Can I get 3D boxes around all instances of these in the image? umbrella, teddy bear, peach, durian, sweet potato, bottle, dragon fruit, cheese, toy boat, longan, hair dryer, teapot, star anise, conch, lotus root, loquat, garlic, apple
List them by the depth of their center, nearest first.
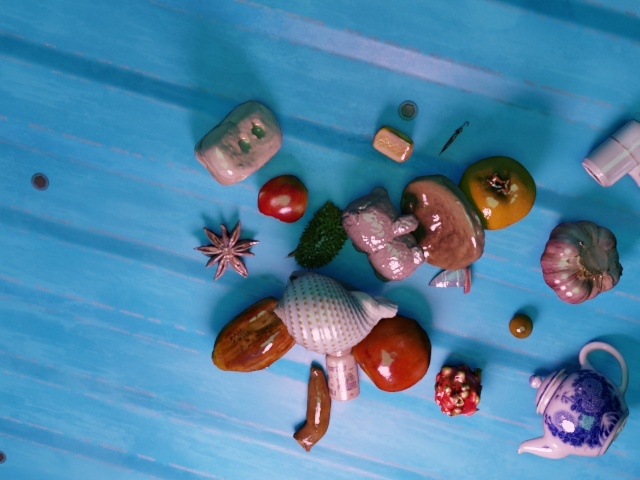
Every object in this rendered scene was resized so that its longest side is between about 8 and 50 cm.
[{"bbox_3d":[0.476,-0.130,1.712,0.208,0.208,0.208,1,105,4],"label":"loquat"},{"bbox_3d":[-0.216,-0.268,1.729,0.248,0.251,0.173,-43,99,-2],"label":"cheese"},{"bbox_3d":[0.897,-0.150,1.739,0.173,0.107,0.357,-42,104,16],"label":"hair dryer"},{"bbox_3d":[0.374,-0.289,1.775,0.013,0.022,0.122,27,119,-30],"label":"umbrella"},{"bbox_3d":[0.719,0.062,1.775,0.245,0.160,0.244,3,81,-20],"label":"garlic"},{"bbox_3d":[0.030,0.208,1.779,0.319,0.303,0.215,22,98,-9],"label":"conch"},{"bbox_3d":[0.178,-0.013,1.784,0.267,0.151,0.236,47,135,-11],"label":"teddy bear"},{"bbox_3d":[-0.111,-0.127,1.813,0.118,0.151,0.151,16,112,-47],"label":"peach"},{"bbox_3d":[0.002,0.005,1.844,0.137,0.095,0.220,34,109,-5],"label":"durian"},{"bbox_3d":[0.742,0.484,1.857,0.280,0.252,0.424,34,86,32],"label":"teapot"},{"bbox_3d":[0.217,0.329,1.859,0.230,0.230,0.229,1,105,4],"label":"apple"},{"bbox_3d":[0.384,0.113,1.874,0.122,0.034,0.096,-1,100,6],"label":"toy boat"},{"bbox_3d":[0.604,0.256,1.884,0.083,0.075,0.075,-2,110,-38],"label":"longan"},{"bbox_3d":[-0.271,0.027,1.888,0.182,0.065,0.195,-30,97,7],"label":"star anise"},{"bbox_3d":[0.418,0.450,1.891,0.160,0.172,0.166,39,104,-6],"label":"dragon fruit"},{"bbox_3d":[-0.195,0.299,1.908,0.291,0.193,0.193,-36,100,10],"label":"lotus root"},{"bbox_3d":[0.058,0.381,1.936,0.110,0.097,0.209,-12,104,-18],"label":"bottle"},{"bbox_3d":[-0.023,0.537,1.994,0.112,0.085,0.285,8,105,7],"label":"sweet potato"}]

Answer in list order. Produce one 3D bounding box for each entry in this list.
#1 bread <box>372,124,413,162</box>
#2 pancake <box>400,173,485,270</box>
[{"bbox_3d":[0.207,-0.274,1.770,0.115,0.056,0.082,29,124,9],"label":"bread"},{"bbox_3d":[0.330,-0.045,1.743,0.049,0.294,0.294,-29,105,-33],"label":"pancake"}]
